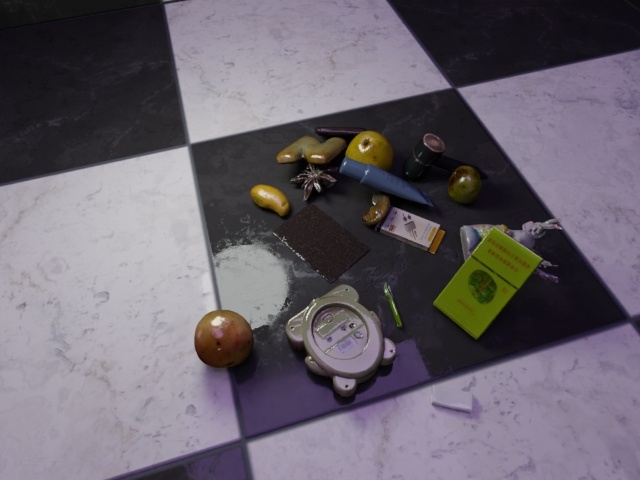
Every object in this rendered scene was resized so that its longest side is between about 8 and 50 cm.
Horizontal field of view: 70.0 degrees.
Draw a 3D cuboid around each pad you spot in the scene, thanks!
[{"bbox_3d":[0.000,0.000,1.767,0.220,0.004,0.330,-38,62,-22],"label":"pad"}]

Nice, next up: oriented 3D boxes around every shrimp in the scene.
[{"bbox_3d":[0.224,-0.160,1.833,0.117,0.066,0.262,-13,34,24],"label":"shrimp"}]

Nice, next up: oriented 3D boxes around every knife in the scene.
[{"bbox_3d":[0.249,0.221,1.594,0.026,0.022,0.184,5,49,-26],"label":"knife"}]

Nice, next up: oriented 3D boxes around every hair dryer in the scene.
[{"bbox_3d":[0.535,-0.301,1.907,0.352,0.189,0.107,17,52,-14],"label":"hair dryer"}]

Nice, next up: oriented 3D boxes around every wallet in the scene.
[{"bbox_3d":[0.093,-0.482,2.034,0.229,0.049,0.182,4,15,5],"label":"wallet"},{"bbox_3d":[0.402,0.484,1.399,0.122,0.025,0.061,9,57,9],"label":"wallet"}]

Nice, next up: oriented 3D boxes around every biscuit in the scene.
[{"bbox_3d":[-0.033,-0.383,1.928,0.237,0.062,0.290,6,29,21],"label":"biscuit"}]

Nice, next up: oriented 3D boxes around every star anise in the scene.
[{"bbox_3d":[-0.021,-0.266,1.906,0.209,0.089,0.231,-5,50,14],"label":"star anise"}]

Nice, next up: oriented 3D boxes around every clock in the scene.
[{"bbox_3d":[0.069,0.320,1.478,0.284,0.114,0.309,-31,62,-21],"label":"clock"}]

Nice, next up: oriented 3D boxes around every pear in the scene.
[{"bbox_3d":[0.206,-0.353,1.894,0.209,0.209,0.208,-1,55,1],"label":"pear"}]

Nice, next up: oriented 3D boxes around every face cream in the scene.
[{"bbox_3d":[0.261,-0.227,1.799,0.385,0.086,0.135,20,25,-11],"label":"face cream"}]

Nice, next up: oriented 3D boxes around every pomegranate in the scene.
[{"bbox_3d":[-0.308,0.308,1.449,0.191,0.191,0.191,-1,55,1],"label":"pomegranate"}]

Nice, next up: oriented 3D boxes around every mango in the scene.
[{"bbox_3d":[-0.201,-0.168,1.851,0.190,0.075,0.098,30,76,17],"label":"mango"}]

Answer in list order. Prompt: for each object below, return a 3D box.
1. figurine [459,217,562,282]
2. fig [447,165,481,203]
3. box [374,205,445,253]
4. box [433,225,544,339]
[{"bbox_3d":[0.665,0.027,1.589,0.316,0.206,0.284,-8,10,10],"label":"figurine"},{"bbox_3d":[0.575,-0.222,1.826,0.121,0.152,0.136,0,23,-8],"label":"fig"},{"bbox_3d":[0.349,-0.047,1.773,0.247,0.033,0.129,23,58,17],"label":"box"},{"bbox_3d":[0.545,0.140,1.504,0.187,0.047,0.335,41,105,25],"label":"box"}]
